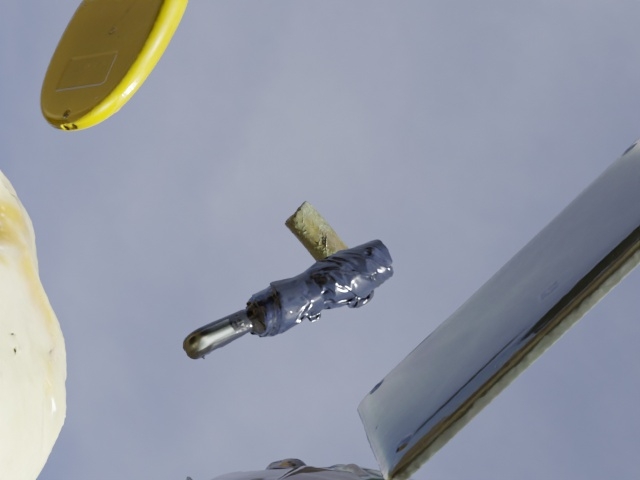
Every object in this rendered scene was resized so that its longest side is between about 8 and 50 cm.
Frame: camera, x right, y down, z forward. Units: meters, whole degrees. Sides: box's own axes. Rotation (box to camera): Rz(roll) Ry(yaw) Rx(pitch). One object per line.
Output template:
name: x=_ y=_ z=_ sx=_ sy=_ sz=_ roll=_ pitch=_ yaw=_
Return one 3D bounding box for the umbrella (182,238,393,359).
umbrella: x=-0.030 y=0.070 z=1.662 sx=0.071 sy=0.248 sz=0.071 roll=45 pitch=-31 yaw=37

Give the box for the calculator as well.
calculator: x=-0.203 y=-0.204 z=1.539 sx=0.146 sy=0.235 sz=0.032 roll=-4 pitch=-37 yaw=36

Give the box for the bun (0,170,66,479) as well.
bun: x=-0.231 y=0.018 z=0.734 sx=0.146 sy=0.287 sz=0.287 roll=-40 pitch=-105 yaw=33

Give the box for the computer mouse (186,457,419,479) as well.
computer mouse: x=0.014 y=0.237 z=1.305 sx=0.389 sy=0.199 sz=0.115 roll=20 pitch=-81 yaw=48

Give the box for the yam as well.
yam: x=0.000 y=0.000 z=1.825 sx=0.094 sy=0.043 sz=0.043 roll=50 pitch=-38 yaw=2

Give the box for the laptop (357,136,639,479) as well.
laptop: x=0.127 y=0.031 z=0.935 sx=0.015 sy=0.269 sz=0.187 roll=46 pitch=2 yaw=-8
